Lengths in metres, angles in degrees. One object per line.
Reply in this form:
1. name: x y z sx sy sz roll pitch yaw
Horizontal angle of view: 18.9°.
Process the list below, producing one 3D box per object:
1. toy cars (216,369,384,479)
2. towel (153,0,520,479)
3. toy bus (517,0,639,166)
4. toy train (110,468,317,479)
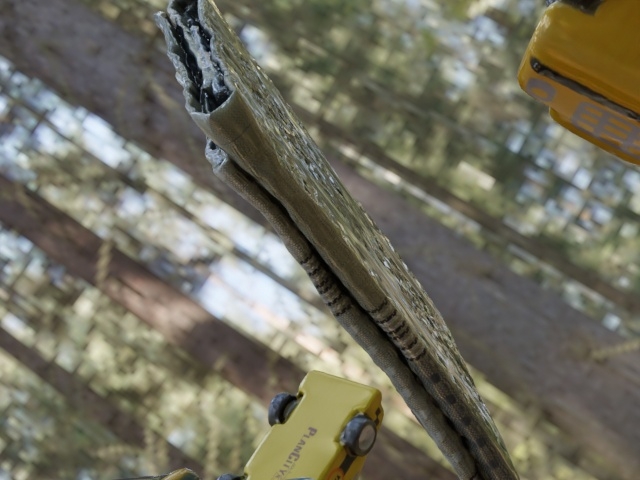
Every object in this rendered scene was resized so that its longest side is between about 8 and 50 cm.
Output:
1. toy cars: 0.001 0.285 1.625 0.176 0.393 0.087 -20 -46 9
2. towel: 0.000 0.000 1.201 0.056 0.312 0.324 -34 -70 5
3. toy bus: 0.205 -0.181 0.920 0.332 0.108 0.130 -61 -4 -18
4. toy train: -0.053 0.226 0.593 0.142 0.190 0.334 -24 -79 -64
